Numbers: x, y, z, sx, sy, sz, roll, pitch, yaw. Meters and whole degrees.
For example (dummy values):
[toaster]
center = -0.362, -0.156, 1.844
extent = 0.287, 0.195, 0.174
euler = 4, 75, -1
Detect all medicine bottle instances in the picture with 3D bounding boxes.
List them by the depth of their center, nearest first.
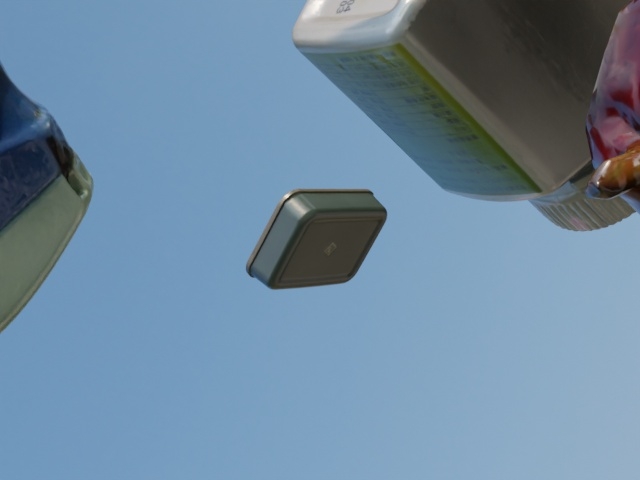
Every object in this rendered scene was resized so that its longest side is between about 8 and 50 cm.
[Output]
[medicine bottle]
center = 0.093, -0.091, 0.699
extent = 0.188, 0.088, 0.132
euler = 41, -113, -33

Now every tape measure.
[tape measure]
center = -0.287, 0.016, 0.873
extent = 0.259, 0.262, 0.138
euler = -46, -65, -29

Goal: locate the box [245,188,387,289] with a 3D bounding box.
[box]
center = 0.000, 0.000, 1.220
extent = 0.126, 0.031, 0.091
euler = -1, -54, -52

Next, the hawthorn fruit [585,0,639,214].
[hawthorn fruit]
center = 0.188, -0.047, 0.505
extent = 0.202, 0.185, 0.185
euler = -13, -48, -7
